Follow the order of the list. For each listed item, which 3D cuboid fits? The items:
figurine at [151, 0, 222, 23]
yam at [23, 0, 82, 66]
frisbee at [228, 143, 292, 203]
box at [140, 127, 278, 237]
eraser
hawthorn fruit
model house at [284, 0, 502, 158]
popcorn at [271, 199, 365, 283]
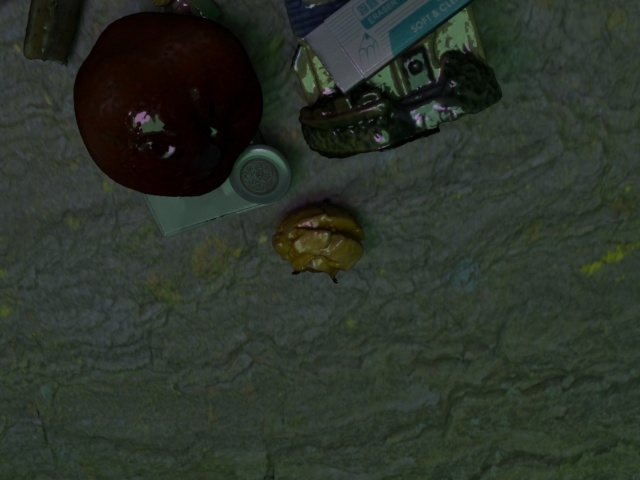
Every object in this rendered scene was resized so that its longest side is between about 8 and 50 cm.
[{"bbox_3d":[-0.233,-0.387,1.190,0.083,0.083,0.187,-36,120,21],"label":"figurine"},{"bbox_3d":[-0.392,-0.447,1.166,0.083,0.083,0.371,22,117,-8],"label":"yam"},{"bbox_3d":[-0.102,-0.111,1.263,0.110,0.014,0.110,1,118,3],"label":"frisbee"},{"bbox_3d":[-0.197,-0.108,1.327,0.225,0.086,0.129,-16,115,12],"label":"box"},{"bbox_3d":[0.096,-0.297,0.984,0.225,0.052,0.095,-36,93,7],"label":"eraser"},{"bbox_3d":[-0.232,-0.216,1.153,0.295,0.311,0.295,-11,136,-10],"label":"hawthorn fruit"},{"bbox_3d":[0.089,-0.302,1.105,0.321,0.261,0.266,-17,113,6],"label":"model house"},{"bbox_3d":[0.000,0.000,1.339,0.167,0.148,0.152,4,90,28],"label":"popcorn"}]
